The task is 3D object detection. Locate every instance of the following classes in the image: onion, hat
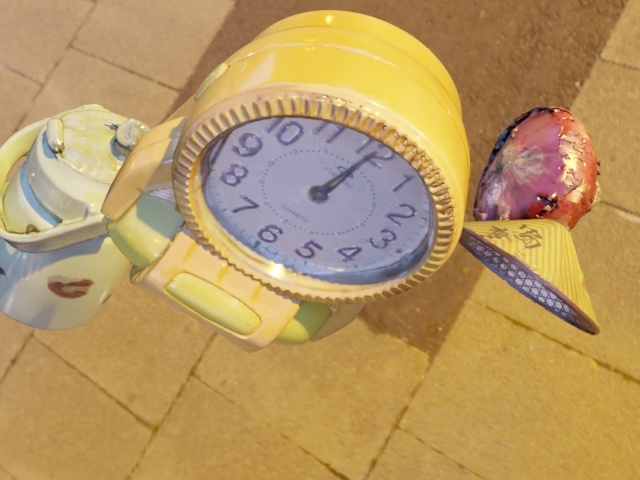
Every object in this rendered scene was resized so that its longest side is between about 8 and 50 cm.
[{"bbox_3d":[0.268,-0.065,1.015,0.147,0.184,0.184,19,74,-13],"label":"onion"},{"bbox_3d":[0.230,0.011,0.891,0.193,0.193,0.082,38,91,34],"label":"hat"}]

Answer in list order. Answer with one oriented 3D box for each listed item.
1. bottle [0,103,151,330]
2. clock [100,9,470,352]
[{"bbox_3d":[-0.345,-0.043,1.175,0.352,0.229,0.229,-50,46,46],"label":"bottle"},{"bbox_3d":[-0.020,-0.051,0.716,0.317,0.244,0.200,-36,31,45],"label":"clock"}]
